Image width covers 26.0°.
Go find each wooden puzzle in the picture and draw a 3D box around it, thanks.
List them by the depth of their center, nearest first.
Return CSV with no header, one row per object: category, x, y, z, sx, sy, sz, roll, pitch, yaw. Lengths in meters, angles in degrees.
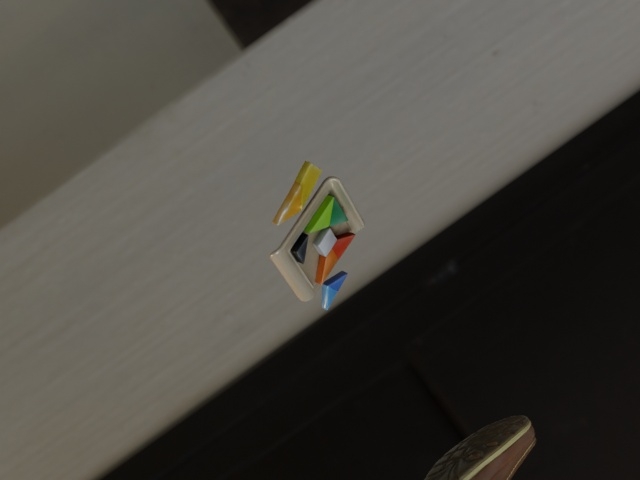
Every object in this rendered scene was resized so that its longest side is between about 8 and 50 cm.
wooden puzzle,0.000,0.000,0.954,0.014,0.078,0.116,27,169,33

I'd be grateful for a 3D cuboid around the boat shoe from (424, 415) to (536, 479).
boat shoe,0.122,0.220,1.183,0.060,0.178,0.064,54,158,-12
